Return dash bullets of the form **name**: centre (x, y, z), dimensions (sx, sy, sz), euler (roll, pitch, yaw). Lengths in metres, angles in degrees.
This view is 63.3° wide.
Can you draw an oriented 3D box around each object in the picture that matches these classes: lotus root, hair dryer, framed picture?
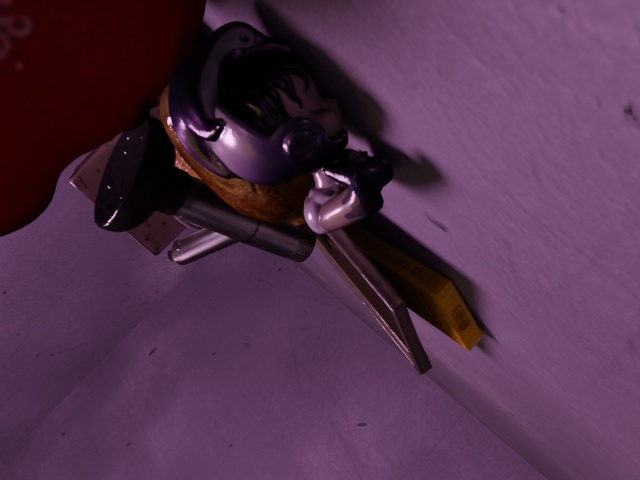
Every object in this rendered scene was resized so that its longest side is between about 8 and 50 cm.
- **lotus root**: centre (-0.082, -0.107, 0.637), dimensions (0.260, 0.145, 0.128), euler (49, -153, -23)
- **hair dryer**: centre (-0.210, -0.007, 0.791), dimensions (0.320, 0.284, 0.155), euler (32, -139, -43)
- **framed picture**: centre (0.022, 0.008, 0.876), dimensions (0.446, 0.028, 0.326), euler (51, 175, 31)

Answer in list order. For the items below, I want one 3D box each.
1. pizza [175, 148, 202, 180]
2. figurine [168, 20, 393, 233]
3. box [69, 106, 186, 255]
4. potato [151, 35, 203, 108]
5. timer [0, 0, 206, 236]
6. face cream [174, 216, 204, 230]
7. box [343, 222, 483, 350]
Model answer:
- **pizza**: centre (-0.161, -0.146, 0.823), dimensions (0.201, 0.193, 0.053), euler (23, -143, -2)
- **figurine**: centre (-0.043, -0.102, 0.512), dimensions (0.222, 0.145, 0.145), euler (44, 173, -11)
- **box**: centre (-0.332, -0.163, 1.094), dimensions (0.225, 0.297, 0.190), euler (47, 172, -24)
- **potato**: centre (-0.302, -0.263, 0.708), dimensions (0.300, 0.246, 0.196), euler (10, 124, 46)
- **timer**: centre (-0.284, -0.179, 0.399), dimensions (0.279, 0.378, 0.378), euler (46, 173, -38)
- **face cream**: centre (-0.200, -0.112, 0.959), dimensions (0.177, 0.177, 0.153), euler (46, 180, -18)
- **box**: centre (0.133, 0.063, 0.847), dimensions (0.269, 0.043, 0.152), euler (33, 164, 52)
